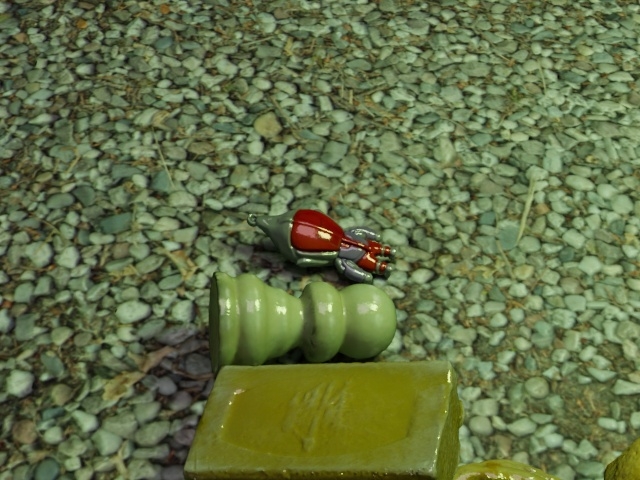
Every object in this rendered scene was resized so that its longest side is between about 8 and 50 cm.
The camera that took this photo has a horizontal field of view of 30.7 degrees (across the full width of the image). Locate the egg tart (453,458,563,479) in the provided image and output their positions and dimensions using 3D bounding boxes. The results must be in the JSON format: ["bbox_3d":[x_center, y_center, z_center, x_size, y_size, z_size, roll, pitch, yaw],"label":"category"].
[{"bbox_3d":[0.203,0.381,1.339,0.279,0.095,0.278,-2,47,2],"label":"egg tart"}]

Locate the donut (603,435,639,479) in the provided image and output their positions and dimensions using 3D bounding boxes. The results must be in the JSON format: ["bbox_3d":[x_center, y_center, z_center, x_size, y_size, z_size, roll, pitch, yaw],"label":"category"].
[{"bbox_3d":[0.453,0.290,1.416,0.259,0.101,0.152,9,32,-12],"label":"donut"}]

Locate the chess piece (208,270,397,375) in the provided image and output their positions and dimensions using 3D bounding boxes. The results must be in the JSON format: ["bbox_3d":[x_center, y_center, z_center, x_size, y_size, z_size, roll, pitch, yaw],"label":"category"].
[{"bbox_3d":[-0.020,0.112,1.578,0.251,0.144,0.144,1,44,-11],"label":"chess piece"}]

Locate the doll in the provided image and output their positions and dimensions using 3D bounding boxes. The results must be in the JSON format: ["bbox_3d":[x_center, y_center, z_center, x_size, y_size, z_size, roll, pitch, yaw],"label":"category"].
[{"bbox_3d":[0.000,0.000,1.728,0.228,0.075,0.102,15,54,-1],"label":"doll"}]

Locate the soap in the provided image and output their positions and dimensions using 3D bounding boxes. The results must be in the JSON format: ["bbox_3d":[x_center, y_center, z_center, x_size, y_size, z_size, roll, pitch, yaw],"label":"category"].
[{"bbox_3d":[0.008,0.238,1.414,0.315,0.091,0.199,-3,41,19],"label":"soap"}]
